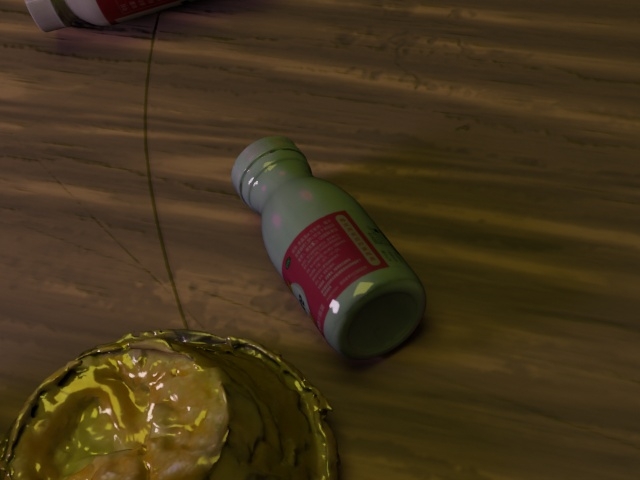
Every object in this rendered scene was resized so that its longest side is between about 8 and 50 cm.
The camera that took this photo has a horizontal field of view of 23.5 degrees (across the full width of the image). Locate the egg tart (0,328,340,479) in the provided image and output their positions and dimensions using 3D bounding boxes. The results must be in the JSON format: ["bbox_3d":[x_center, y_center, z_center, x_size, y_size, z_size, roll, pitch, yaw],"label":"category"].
[{"bbox_3d":[-0.143,0.177,1.176,0.315,0.120,0.315,-9,49,11],"label":"egg tart"}]

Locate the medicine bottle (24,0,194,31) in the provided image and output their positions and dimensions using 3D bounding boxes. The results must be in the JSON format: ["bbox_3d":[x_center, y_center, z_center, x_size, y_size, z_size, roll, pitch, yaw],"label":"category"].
[{"bbox_3d":[-0.176,-0.295,1.556,0.250,0.131,0.131,-16,49,6],"label":"medicine bottle"}]

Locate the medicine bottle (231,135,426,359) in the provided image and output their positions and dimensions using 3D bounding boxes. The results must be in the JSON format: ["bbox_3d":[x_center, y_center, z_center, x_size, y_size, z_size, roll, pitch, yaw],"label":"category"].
[{"bbox_3d":[0.000,0.000,1.290,0.090,0.090,0.217,-31,49,-7],"label":"medicine bottle"}]
